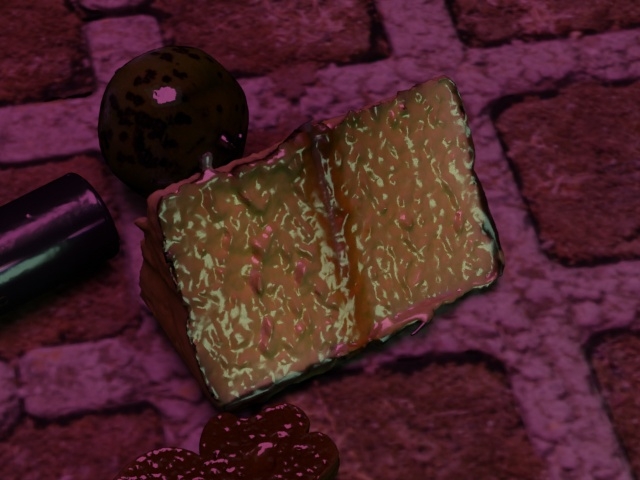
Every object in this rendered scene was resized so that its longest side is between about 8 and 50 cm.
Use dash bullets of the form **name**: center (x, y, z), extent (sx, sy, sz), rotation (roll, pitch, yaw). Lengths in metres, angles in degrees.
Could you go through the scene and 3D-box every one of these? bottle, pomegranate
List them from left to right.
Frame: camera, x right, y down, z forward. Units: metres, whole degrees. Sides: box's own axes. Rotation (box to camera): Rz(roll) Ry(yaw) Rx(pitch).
- **bottle**: center (-0.265, 0.031, 1.244), extent (0.244, 0.072, 0.082), rotation (-30, 52, -25)
- **pomegranate**: center (-0.123, -0.094, 1.338), extent (0.122, 0.122, 0.161), rotation (-31, 34, -26)

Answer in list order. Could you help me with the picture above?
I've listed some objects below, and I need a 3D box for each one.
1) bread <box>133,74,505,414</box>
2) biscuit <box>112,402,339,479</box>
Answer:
- **bread**: center (0.000, 0.000, 1.258), extent (0.266, 0.142, 0.178), rotation (-23, 94, -22)
- **biscuit**: center (-0.066, 0.177, 1.158), extent (0.175, 0.026, 0.124), rotation (-32, 59, -26)
